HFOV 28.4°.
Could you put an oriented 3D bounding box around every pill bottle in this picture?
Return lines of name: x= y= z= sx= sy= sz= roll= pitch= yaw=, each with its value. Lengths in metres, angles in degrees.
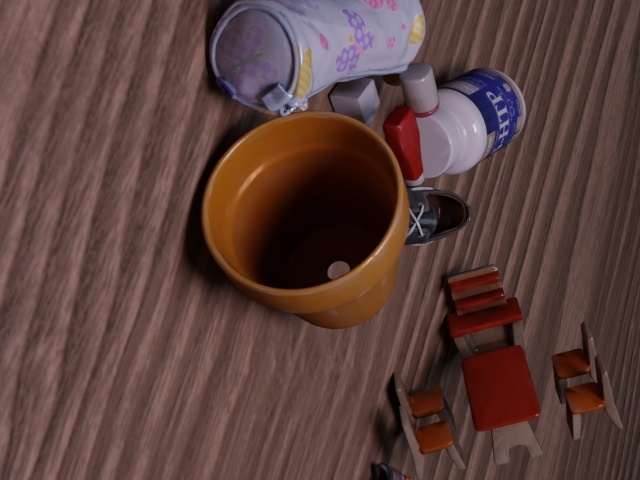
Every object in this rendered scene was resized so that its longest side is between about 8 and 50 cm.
pill bottle: x=0.174 y=-0.146 z=1.612 sx=0.187 sy=0.112 sz=0.112 roll=-32 pitch=120 yaw=-49

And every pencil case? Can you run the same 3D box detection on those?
pencil case: x=0.005 y=-0.214 z=1.341 sx=0.124 sy=0.113 sz=0.273 roll=48 pitch=36 yaw=10

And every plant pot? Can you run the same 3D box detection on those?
plant pot: x=0.000 y=0.000 z=1.320 sx=0.188 sy=0.205 sz=0.205 roll=64 pitch=43 yaw=-61

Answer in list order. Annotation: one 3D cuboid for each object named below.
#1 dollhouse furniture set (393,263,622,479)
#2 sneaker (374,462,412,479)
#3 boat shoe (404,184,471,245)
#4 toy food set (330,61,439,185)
dollhouse furniture set: x=0.222 y=0.157 z=1.624 sx=0.259 sy=0.262 sz=0.135 roll=-94 pitch=167 yaw=-61
sneaker: x=0.055 y=0.344 z=1.565 sx=0.065 sy=0.061 sz=0.158 roll=43 pitch=54 yaw=-17
boat shoe: x=0.103 y=-0.033 z=1.553 sx=0.233 sy=0.079 sz=0.084 roll=-3 pitch=99 yaw=-54
toy food set: x=0.068 y=-0.117 z=1.462 sx=0.232 sy=0.111 sz=0.104 roll=-55 pitch=142 yaw=-35
